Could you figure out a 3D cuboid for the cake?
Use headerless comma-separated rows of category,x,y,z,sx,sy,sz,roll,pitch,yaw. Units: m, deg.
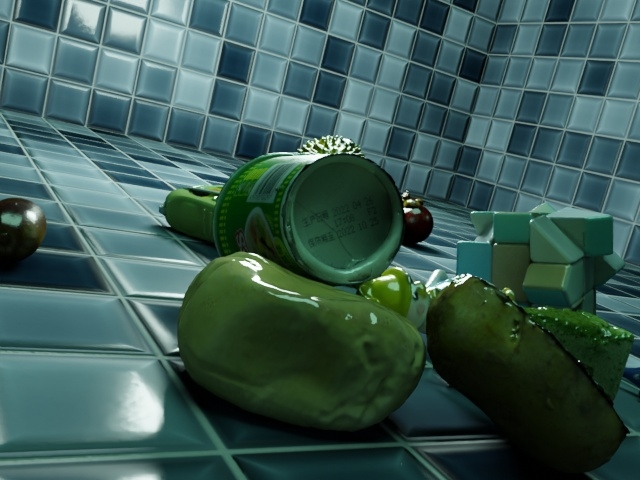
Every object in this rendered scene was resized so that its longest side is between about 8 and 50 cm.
cake,0.250,0.132,0.764,0.235,0.100,0.099,8,11,-35

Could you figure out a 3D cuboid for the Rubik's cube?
Rubik's cube,0.346,0.053,1.038,0.212,0.225,0.265,2,3,36

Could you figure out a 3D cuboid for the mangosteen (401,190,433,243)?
mangosteen,0.233,-0.060,1.741,0.140,0.140,0.140,14,10,-2

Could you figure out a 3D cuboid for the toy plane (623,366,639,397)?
toy plane,0.426,0.178,0.887,0.167,0.062,0.054,9,4,44

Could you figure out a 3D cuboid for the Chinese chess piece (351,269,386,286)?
Chinese chess piece,0.054,0.042,1.146,0.122,0.051,0.122,14,9,-2

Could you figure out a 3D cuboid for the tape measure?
tape measure,-0.195,-0.050,1.201,0.177,0.088,0.154,17,22,25

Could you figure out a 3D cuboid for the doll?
doll,0.151,0.092,0.877,0.240,0.135,0.098,12,-19,-22

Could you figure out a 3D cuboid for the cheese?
cheese,-0.019,0.088,0.624,0.225,0.117,0.214,18,5,-11

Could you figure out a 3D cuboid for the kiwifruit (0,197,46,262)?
kiwifruit,-0.367,-0.013,0.793,0.075,0.075,0.124,10,13,-22

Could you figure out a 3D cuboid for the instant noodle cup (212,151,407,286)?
instant noodle cup,-0.011,-0.026,0.817,0.206,0.207,0.232,11,-5,-19

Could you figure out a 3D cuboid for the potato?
potato,0.167,0.127,0.589,0.200,0.081,0.164,46,-11,3

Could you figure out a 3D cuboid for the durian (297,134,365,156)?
durian,0.035,-0.121,1.611,0.291,0.224,0.291,50,4,-4
